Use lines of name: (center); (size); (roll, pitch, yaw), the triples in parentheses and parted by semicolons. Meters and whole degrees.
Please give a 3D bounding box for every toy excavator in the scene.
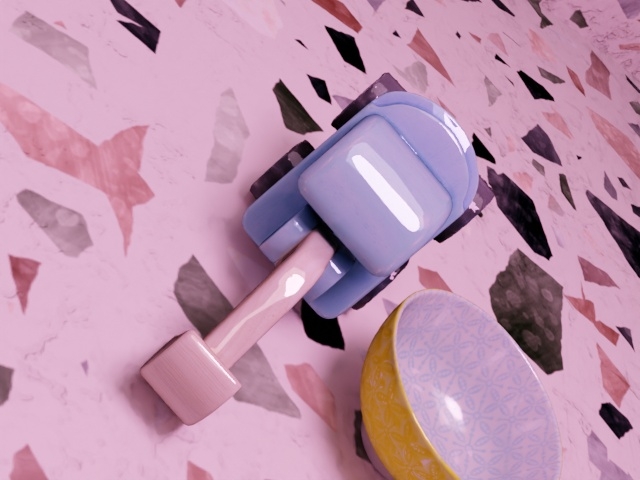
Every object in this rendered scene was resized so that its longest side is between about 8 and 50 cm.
toy excavator: (0.000, 0.000, 1.195); (0.222, 0.433, 0.445); (50, 6, -2)

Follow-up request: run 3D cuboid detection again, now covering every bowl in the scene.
bowl: (0.141, 0.220, 1.241); (0.289, 0.156, 0.290); (30, 39, -28)
